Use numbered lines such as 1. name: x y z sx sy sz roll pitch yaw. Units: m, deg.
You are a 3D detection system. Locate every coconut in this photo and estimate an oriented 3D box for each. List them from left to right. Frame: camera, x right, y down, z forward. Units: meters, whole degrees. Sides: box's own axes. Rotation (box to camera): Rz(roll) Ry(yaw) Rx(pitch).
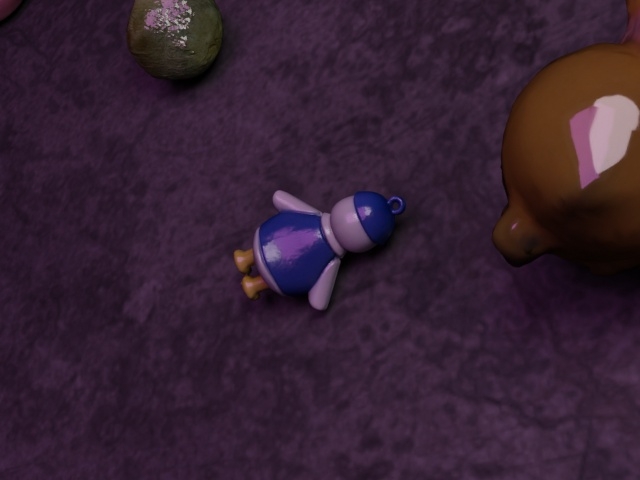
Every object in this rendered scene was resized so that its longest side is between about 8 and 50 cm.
1. coconut: -0.134 -0.188 0.988 0.096 0.088 0.088 11 74 30

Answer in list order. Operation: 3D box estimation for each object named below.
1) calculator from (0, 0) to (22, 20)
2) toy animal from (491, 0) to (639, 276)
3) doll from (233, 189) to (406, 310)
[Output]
1. calculator: -0.388 -0.365 1.255 0.220 0.048 0.330 -9 66 27
2. toy animal: 0.219 -0.082 0.665 0.281 0.169 0.195 -41 87 13
3. doll: 0.000 0.000 0.830 0.143 0.057 0.099 -26 78 19
